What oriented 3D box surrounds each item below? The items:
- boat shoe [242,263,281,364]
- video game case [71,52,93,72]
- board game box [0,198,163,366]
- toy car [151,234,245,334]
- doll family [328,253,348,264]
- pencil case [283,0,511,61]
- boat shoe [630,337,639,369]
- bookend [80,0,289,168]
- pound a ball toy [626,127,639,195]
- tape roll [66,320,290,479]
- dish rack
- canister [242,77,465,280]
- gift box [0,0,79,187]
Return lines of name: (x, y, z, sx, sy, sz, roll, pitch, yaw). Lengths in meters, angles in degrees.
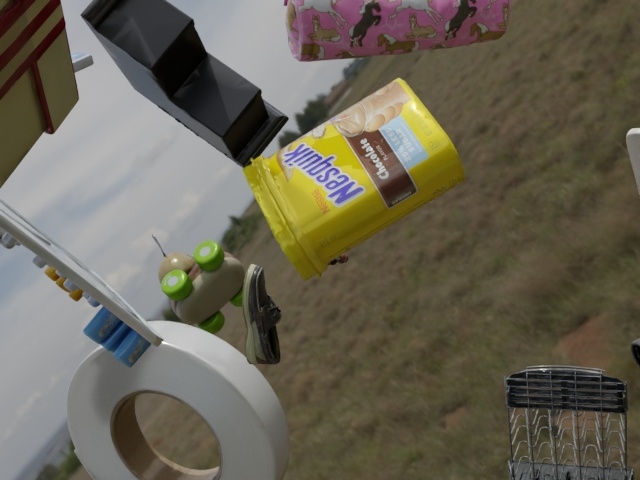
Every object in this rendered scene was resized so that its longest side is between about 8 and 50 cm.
boat shoe: (-0.076, 0.102, 1.071, 0.056, 0.049, 0.152, -67, -21, -59)
video game case: (-0.564, -0.307, 1.462, 0.193, 0.023, 0.212, 12, 36, 33)
board game box: (-0.394, -0.020, 0.942, 0.050, 0.390, 0.390, -51, 26, -10)
toy car: (-0.243, 0.056, 1.468, 0.149, 0.155, 0.188, -43, 49, -10)
doll family: (0.000, 0.000, 1.676, 0.076, 0.111, 0.193, -40, 33, 17)
pencil case: (0.130, -0.402, 1.342, 0.160, 0.385, 0.167, -117, 21, -78)
boat shoe: (0.533, 0.240, 1.059, 0.130, 0.132, 0.355, -17, 28, 3)
bookend: (-0.121, -0.160, 0.744, 0.072, 0.156, 0.157, -52, -13, -8)
pound a ball toy: (0.532, -0.148, 1.084, 0.135, 0.319, 0.208, 10, 60, 37)
tape roll: (-0.241, 0.318, 1.302, 0.392, 0.392, 0.072, -47, 1, 30)
dish rack: (0.404, 0.314, 1.288, 0.208, 0.272, 0.074, -2, 24, 19)
canister: (0.029, -0.059, 0.711, 0.169, 0.126, 0.073, -31, -37, 3)
gift box: (-0.334, -0.157, 0.511, 0.255, 0.276, 0.258, 112, -177, -56)
